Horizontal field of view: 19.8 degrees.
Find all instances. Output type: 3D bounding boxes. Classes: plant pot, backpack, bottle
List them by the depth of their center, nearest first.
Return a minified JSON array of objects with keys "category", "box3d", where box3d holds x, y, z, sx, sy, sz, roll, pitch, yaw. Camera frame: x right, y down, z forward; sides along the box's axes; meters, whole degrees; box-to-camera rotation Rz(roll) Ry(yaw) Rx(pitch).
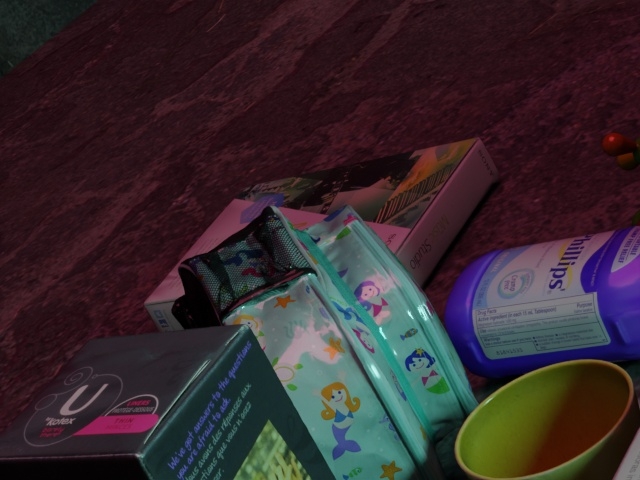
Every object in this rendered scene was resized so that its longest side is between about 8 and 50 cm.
[{"category":"plant pot","box3d":[0.175,0.162,1.295,0.134,0.095,0.134,-23,22,10]},{"category":"backpack","box3d":[0.011,0.111,1.426,0.191,0.225,0.253,-27,32,1]},{"category":"bottle","box3d":[0.242,0.044,1.474,0.283,0.092,0.118,-11,27,36]}]

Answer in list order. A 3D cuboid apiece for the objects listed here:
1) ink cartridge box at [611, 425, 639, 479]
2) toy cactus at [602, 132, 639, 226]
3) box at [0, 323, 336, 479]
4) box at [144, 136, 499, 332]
[{"category":"ink cartridge box","box3d":[0.343,0.138,1.127,0.278,0.117,0.201,-9,29,37]},{"category":"toy cactus","box3d":[0.337,-0.065,1.548,0.219,0.112,0.180,-51,45,25]},{"category":"box","box3d":[-0.082,0.209,1.258,0.165,0.270,0.143,-8,29,40]},{"category":"box","box3d":[0.000,0.000,1.889,0.322,0.058,0.232,-9,29,36]}]
